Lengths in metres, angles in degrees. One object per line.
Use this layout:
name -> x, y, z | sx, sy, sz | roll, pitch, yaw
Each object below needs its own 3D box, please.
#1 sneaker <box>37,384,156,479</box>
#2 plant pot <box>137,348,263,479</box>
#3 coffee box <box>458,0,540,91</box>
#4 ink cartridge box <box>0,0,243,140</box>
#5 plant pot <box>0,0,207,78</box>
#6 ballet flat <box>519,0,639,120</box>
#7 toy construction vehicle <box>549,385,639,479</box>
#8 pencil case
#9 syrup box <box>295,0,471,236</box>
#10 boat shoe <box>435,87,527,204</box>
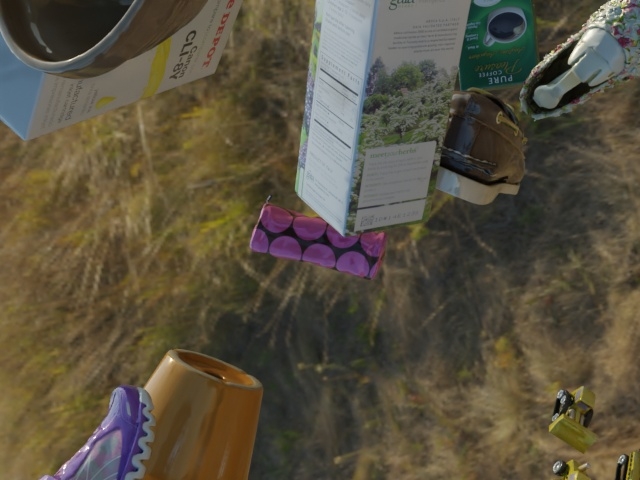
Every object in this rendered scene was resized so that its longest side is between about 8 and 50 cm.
sneaker -> -0.239, 0.250, 0.987 | 0.095, 0.105, 0.236 | 135, 152, -59
plant pot -> -0.164, 0.244, 1.216 | 0.205, 0.205, 0.188 | 25, 95, 56
coffee box -> 0.245, -0.303, 1.375 | 0.113, 0.040, 0.184 | -7, 90, 19
ink cartridge box -> -0.274, -0.332, 1.332 | 0.160, 0.385, 0.279 | 41, 130, 14
plant pot -> -0.158, -0.240, 0.802 | 0.237, 0.110, 0.237 | -8, 77, 39
ballet flat -> 0.298, -0.192, 1.094 | 0.091, 0.077, 0.241 | 49, 159, 3
toy construction vehicle -> 0.199, 0.155, 0.680 | 0.086, 0.098, 0.035 | 34, 136, -4
pencil case -> 0.000, 0.000, 1.532 | 0.098, 0.209, 0.095 | 55, -128, -81
syrup box -> 0.050, -0.131, 0.846 | 0.096, 0.093, 0.236 | 44, 136, 48
boat shoe -> 0.166, -0.108, 1.037 | 0.117, 0.324, 0.096 | 24, 103, 13
